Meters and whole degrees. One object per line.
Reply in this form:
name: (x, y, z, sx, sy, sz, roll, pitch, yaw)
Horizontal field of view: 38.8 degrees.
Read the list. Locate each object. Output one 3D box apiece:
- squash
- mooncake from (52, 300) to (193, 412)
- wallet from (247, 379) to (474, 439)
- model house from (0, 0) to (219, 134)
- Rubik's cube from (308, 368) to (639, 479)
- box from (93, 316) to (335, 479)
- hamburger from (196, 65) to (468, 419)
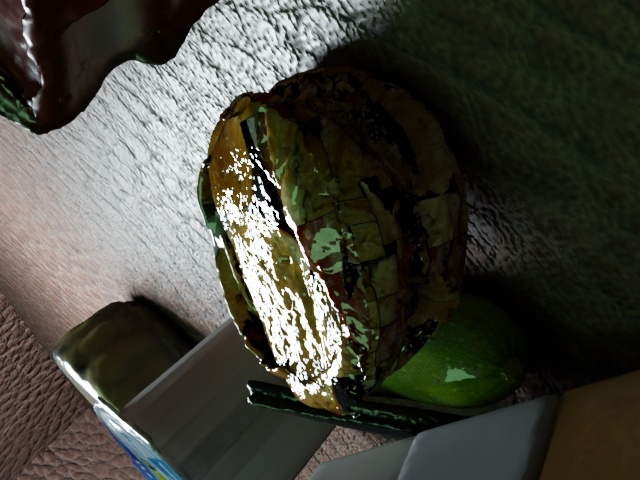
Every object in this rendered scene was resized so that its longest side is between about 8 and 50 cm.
squash: (0.082, 0.076, 0.660, 0.095, 0.095, 0.188, 54, 153, -19)
mooncake: (-0.282, 0.228, 1.452, 0.290, 0.161, 0.290, 39, 158, 19)
wallet: (0.073, 0.141, 0.694, 0.244, 0.025, 0.124, 5, 167, 23)
model house: (-0.104, -0.197, 0.382, 0.160, 0.196, 0.254, 46, 157, 5)
Rubik's cube: (0.143, 0.323, 0.496, 0.344, 0.347, 0.346, -26, 109, 40)
box: (-0.105, 0.221, 1.073, 0.262, 0.206, 0.291, 48, 159, -1)
hamburger: (0.000, 0.000, 0.590, 0.231, 0.107, 0.231, 39, 140, 42)
